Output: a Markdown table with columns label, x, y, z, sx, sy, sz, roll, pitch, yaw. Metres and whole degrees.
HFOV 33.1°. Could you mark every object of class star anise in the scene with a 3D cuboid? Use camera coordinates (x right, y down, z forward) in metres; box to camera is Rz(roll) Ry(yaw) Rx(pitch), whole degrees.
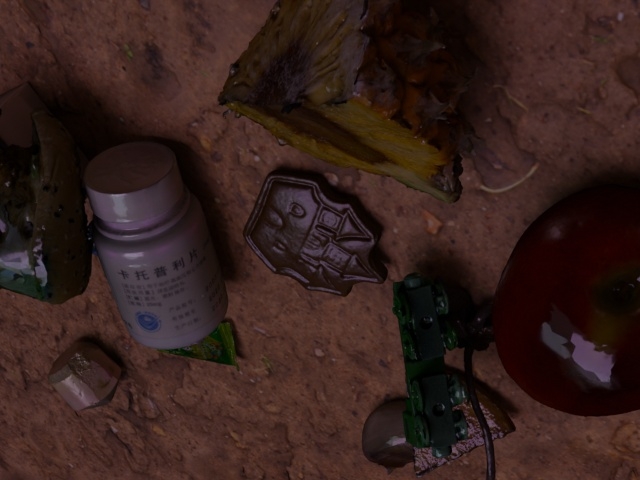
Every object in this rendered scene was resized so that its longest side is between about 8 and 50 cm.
| label | x | y | z | sx | sy | sz | roll | pitch | yaw |
| --- | --- | --- | --- | --- | --- | --- | --- | --- | --- |
| star anise | 0.186 | 0.196 | 1.486 | 0.148 | 0.227 | 0.218 | -18 | 130 | 35 |

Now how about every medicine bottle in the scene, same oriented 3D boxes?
| label | x | y | z | sx | sy | sz | roll | pitch | yaw |
| --- | --- | --- | --- | --- | --- | --- | --- | --- | --- |
| medicine bottle | -0.245 | 0.008 | 1.601 | 0.170 | 0.170 | 0.293 | 9 | 131 | 25 |

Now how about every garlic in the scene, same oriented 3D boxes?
| label | x | y | z | sx | sy | sz | roll | pitch | yaw |
| --- | --- | --- | --- | --- | --- | --- | --- | --- | --- |
| garlic | 0.149 | 0.312 | 1.726 | 0.128 | 0.091 | 0.198 | 35 | 135 | -25 |

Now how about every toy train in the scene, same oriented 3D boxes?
| label | x | y | z | sx | sy | sz | roll | pitch | yaw |
| --- | --- | --- | --- | --- | --- | --- | --- | --- | --- |
| toy train | 0.141 | 0.167 | 1.464 | 0.119 | 0.085 | 0.251 | 177 | 85 | -79 |

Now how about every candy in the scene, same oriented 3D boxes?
| label | x | y | z | sx | sy | sz | roll | pitch | yaw |
| --- | --- | --- | --- | --- | --- | --- | --- | --- | --- |
| candy | -0.221 | 0.167 | 1.845 | 0.178 | 0.032 | 0.102 | 8 | 133 | 26 |

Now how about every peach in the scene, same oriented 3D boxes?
| label | x | y | z | sx | sy | sz | roll | pitch | yaw |
| --- | --- | --- | --- | --- | --- | --- | --- | --- | --- |
| peach | 0.346 | 0.084 | 1.310 | 0.281 | 0.281 | 0.338 | 23 | 173 | 12 |

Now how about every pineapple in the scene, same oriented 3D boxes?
| label | x | y | z | sx | sy | sz | roll | pitch | yaw |
| --- | --- | --- | --- | --- | --- | --- | --- | --- | --- |
| pineapple | 0.084 | -0.187 | 1.241 | 0.286 | 0.209 | 0.344 | 24 | 173 | -31 |

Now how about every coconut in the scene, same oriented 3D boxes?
| label | x | y | z | sx | sy | sz | roll | pitch | yaw |
| --- | --- | --- | --- | --- | --- | --- | --- | --- | --- |
| coconut | -0.435 | 0.259 | 2.009 | 0.116 | 0.116 | 0.122 | -22 | 118 | 44 |

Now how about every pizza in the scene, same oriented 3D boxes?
| label | x | y | z | sx | sy | sz | roll | pitch | yaw |
| --- | --- | --- | --- | --- | --- | --- | --- | --- | --- |
| pizza | 0.198 | 0.287 | 1.635 | 0.184 | 0.036 | 0.176 | 18 | 102 | 14 |

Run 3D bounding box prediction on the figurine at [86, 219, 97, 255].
| label | x | y | z | sx | sy | sz | roll | pitch | yaw |
| --- | --- | --- | --- | --- | --- | --- | --- | --- | --- |
| figurine | -0.330 | 0.032 | 1.754 | 0.149 | 0.087 | 0.086 | 46 | 175 | -13 |

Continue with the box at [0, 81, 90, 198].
| label | x | y | z | sx | sy | sz | roll | pitch | yaw |
| --- | --- | --- | --- | --- | --- | --- | --- | --- | --- |
| box | -0.500 | -0.112 | 1.695 | 0.260 | 0.111 | 0.194 | -14 | 121 | 43 |

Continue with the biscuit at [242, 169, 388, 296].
| label | x | y | z | sx | sy | sz | roll | pitch | yaw |
| --- | --- | --- | --- | --- | --- | --- | --- | --- | --- |
| biscuit | -0.001 | 0.001 | 1.518 | 0.215 | 0.034 | 0.182 | 30 | 129 | 5 |

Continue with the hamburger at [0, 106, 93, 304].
| label | x | y | z | sx | sy | sz | roll | pitch | yaw |
| --- | --- | --- | --- | --- | --- | --- | --- | --- | --- |
| hamburger | -0.417 | -0.032 | 1.522 | 0.167 | 0.192 | 0.288 | -4 | 121 | -6 |
